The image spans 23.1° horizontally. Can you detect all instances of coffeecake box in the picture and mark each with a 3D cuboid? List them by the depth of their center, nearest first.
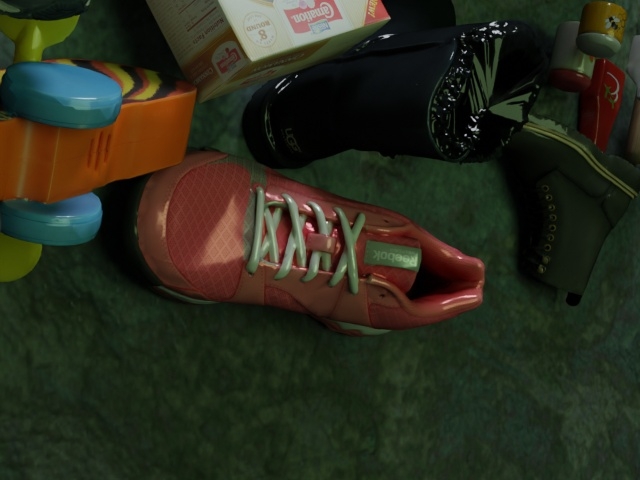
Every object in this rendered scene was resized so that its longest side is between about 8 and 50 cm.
[{"bbox_3d":[-0.058,-0.203,1.069,0.142,0.068,0.185,-24,86,-43],"label":"coffeecake box"}]

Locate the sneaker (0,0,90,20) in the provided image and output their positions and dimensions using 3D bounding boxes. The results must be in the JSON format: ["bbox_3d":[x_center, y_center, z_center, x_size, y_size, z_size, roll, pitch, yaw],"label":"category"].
[{"bbox_3d":[-0.187,-0.258,0.872,0.110,0.122,0.283,-12,73,-37],"label":"sneaker"}]

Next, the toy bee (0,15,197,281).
[{"bbox_3d":[-0.198,-0.074,0.925,0.298,0.162,0.195,18,91,-76],"label":"toy bee"}]

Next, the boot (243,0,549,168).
[{"bbox_3d":[0.087,-0.129,1.164,0.246,0.207,0.094,-42,119,-38],"label":"boot"}]

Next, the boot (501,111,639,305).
[{"bbox_3d":[0.193,-0.031,1.381,0.198,0.077,0.137,24,90,-30],"label":"boot"}]

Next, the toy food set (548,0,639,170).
[{"bbox_3d":[0.283,-0.121,1.435,0.232,0.111,0.105,28,70,-45],"label":"toy food set"}]

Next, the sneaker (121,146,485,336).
[{"bbox_3d":[0.000,-0.001,1.127,0.313,0.136,0.116,15,79,-45],"label":"sneaker"}]
